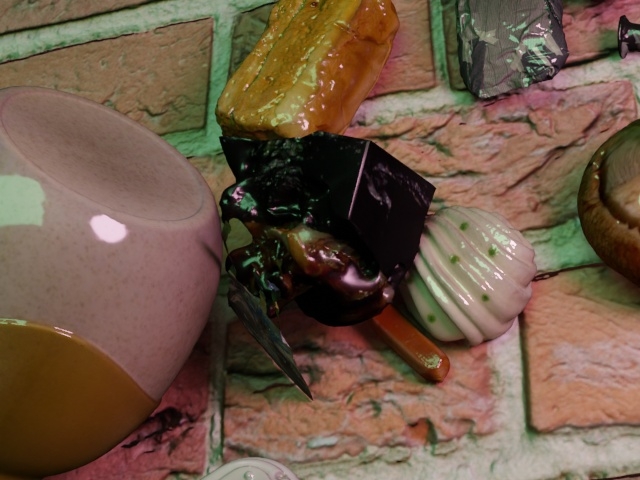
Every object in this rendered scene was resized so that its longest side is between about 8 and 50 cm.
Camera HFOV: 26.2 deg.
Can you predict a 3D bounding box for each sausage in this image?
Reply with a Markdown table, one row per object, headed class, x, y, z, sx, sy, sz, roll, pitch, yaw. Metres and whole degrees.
| class | x | y | z | sx | sy | sz | roll | pitch | yaw |
| --- | --- | --- | --- | --- | --- | --- | --- | --- | --- |
| sausage | 0.108 | 0.125 | 1.670 | 0.041 | 0.039 | 0.131 | -36 | 55 | -15 |

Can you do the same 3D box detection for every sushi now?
| class | x | y | z | sx | sy | sz | roll | pitch | yaw |
| --- | --- | --- | --- | --- | --- | --- | --- | --- | --- |
| sushi | 0.001 | 0.000 | 1.660 | 0.227 | 0.215 | 0.212 | 5 | 76 | 37 |

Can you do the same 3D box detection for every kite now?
| class | x | y | z | sx | sy | sz | roll | pitch | yaw |
| --- | --- | --- | --- | --- | --- | --- | --- | --- | --- |
| kite | -0.078 | 0.074 | 1.601 | 0.015 | 0.310 | 0.169 | -36 | 62 | -14 |

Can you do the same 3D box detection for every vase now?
| class | x | y | z | sx | sy | sz | roll | pitch | yaw |
| --- | --- | --- | --- | --- | --- | --- | --- | --- | --- |
| vase | 0.471 | -0.261 | 1.780 | 0.167 | 0.059 | 0.059 | 6 | 61 | 22 |

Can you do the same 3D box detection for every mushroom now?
| class | x | y | z | sx | sy | sz | roll | pitch | yaw |
| --- | --- | --- | --- | --- | --- | --- | --- | --- | --- |
| mushroom | 0.427 | -0.054 | 1.587 | 0.267 | 0.254 | 0.267 | -15 | 66 | 38 |

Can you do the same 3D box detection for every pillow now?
| class | x | y | z | sx | sy | sz | roll | pitch | yaw |
| --- | --- | --- | --- | --- | --- | --- | --- | --- | --- |
| pillow | 0.265 | -0.339 | 1.876 | 0.161 | 0.092 | 0.335 | -9 | 56 | 24 |

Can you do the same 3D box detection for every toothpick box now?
| class | x | y | z | sx | sy | sz | roll | pitch | yaw |
| --- | --- | --- | --- | --- | --- | --- | --- | --- | --- |
| toothpick box | -0.350 | 0.067 | 1.625 | 0.409 | 0.409 | 0.425 | 47 | 117 | 35 |

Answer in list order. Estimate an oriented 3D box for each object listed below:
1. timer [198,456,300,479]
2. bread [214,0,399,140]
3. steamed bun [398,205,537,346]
| class | x | y | z | sx | sy | sz | roll | pitch | yaw |
| --- | --- | --- | --- | --- | --- | --- | --- | --- | --- |
| timer | -0.094 | 0.379 | 1.547 | 0.237 | 0.087 | 0.262 | -34 | 54 | -4 |
| bread | -0.012 | -0.233 | 1.884 | 0.167 | 0.132 | 0.294 | 15 | 66 | 28 |
| steamed bun | 0.174 | 0.033 | 1.666 | 0.183 | 0.106 | 0.183 | -9 | 58 | 14 |
